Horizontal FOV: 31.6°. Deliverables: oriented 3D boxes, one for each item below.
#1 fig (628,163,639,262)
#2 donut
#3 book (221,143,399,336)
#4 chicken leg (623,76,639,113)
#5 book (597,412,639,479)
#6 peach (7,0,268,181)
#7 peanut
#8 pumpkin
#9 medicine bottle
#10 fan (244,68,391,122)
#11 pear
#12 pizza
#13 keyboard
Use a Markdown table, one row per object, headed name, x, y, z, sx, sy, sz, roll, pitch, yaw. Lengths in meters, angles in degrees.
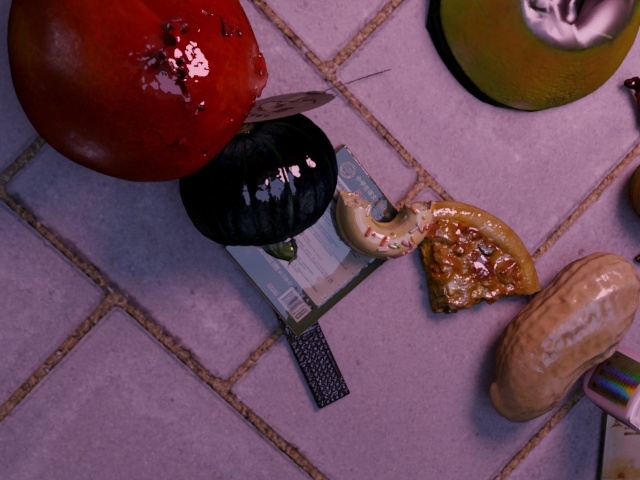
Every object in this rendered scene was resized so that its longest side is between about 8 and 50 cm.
| name | x | y | z | sx | sy | sz | roll | pitch | yaw |
| --- | --- | --- | --- | --- | --- | --- | --- | --- | --- |
| fig | 0.608 | -0.059 | 1.964 | 0.148 | 0.142 | 0.186 | -11 | 90 | 14 |
| donut | 0.105 | -0.020 | 1.842 | 0.166 | 0.065 | 0.108 | 6 | 97 | -11 |
| book | 0.000 | 0.000 | 1.868 | 0.264 | 0.027 | 0.202 | -41 | 104 | -6 |
| chicken leg | 0.612 | -0.212 | 1.988 | 0.219 | 0.048 | 0.089 | 21 | 91 | -17 |
| book | 0.607 | 0.452 | 2.116 | 0.201 | 0.026 | 0.289 | 0 | 101 | -13 |
| peach | -0.255 | -0.260 | 1.585 | 0.370 | 0.370 | 0.370 | -3 | 100 | -14 |
| peanut | 0.413 | 0.161 | 1.949 | 0.340 | 0.158 | 0.174 | -40 | 151 | -2 |
| pumpkin | -0.085 | -0.066 | 1.734 | 0.248 | 0.248 | 0.248 | -3 | 100 | -14 |
| medicine bottle | 0.522 | 0.247 | 1.956 | 0.078 | 0.219 | 0.115 | 38 | 89 | -18 |
| fan | -0.013 | -0.225 | 1.773 | 0.329 | 0.191 | 0.009 | -23 | 110 | -33 |
| pear | 0.384 | -0.401 | 1.833 | 0.399 | 0.165 | 0.398 | -3 | 101 | -14 |
| pizza | 0.251 | 0.044 | 1.933 | 0.292 | 0.058 | 0.197 | 37 | 89 | -18 |
| keyboard | -0.016 | 0.184 | 1.912 | 0.061 | 0.013 | 0.204 | -26 | 105 | -10 |
